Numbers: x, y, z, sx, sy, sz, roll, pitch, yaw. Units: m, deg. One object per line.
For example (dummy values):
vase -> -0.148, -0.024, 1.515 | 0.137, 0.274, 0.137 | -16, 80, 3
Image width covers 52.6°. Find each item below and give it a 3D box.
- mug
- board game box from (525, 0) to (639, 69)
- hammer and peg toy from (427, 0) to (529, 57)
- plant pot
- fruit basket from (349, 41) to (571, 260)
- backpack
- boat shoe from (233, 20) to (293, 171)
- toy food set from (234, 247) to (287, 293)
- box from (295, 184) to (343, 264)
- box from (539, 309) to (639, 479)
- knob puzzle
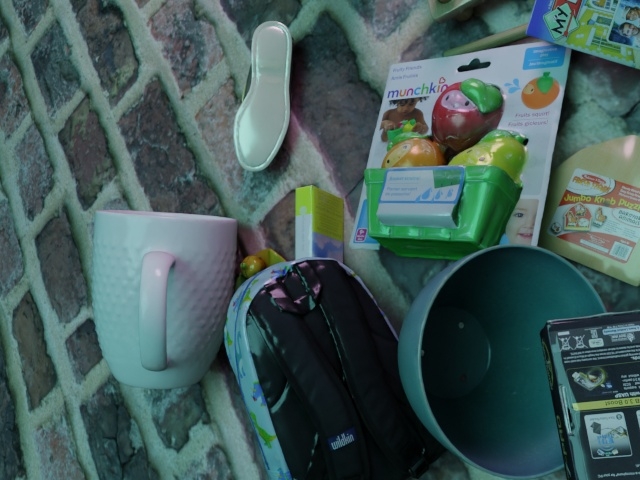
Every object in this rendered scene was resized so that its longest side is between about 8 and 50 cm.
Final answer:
mug -> -0.302, 0.115, 1.232 | 0.374, 0.276, 0.328 | -158, 72, -80
board game box -> 0.414, -0.395, 0.830 | 0.213, 0.046, 0.317 | 28, 128, 28
hammer and peg toy -> 0.275, -0.468, 1.049 | 0.266, 0.127, 0.361 | -20, 69, 33
plant pot -> 0.224, 0.159, 0.897 | 0.195, 0.290, 0.290 | 159, 117, -71
fruit basket -> 0.204, -0.148, 1.017 | 0.327, 0.165, 0.353 | 4, 79, 39
backpack -> -0.007, 0.200, 0.994 | 0.273, 0.290, 0.355 | 12, 126, 67
boat shoe -> -0.109, -0.286, 1.327 | 0.109, 0.091, 0.305 | 8, 87, 1
toy food set -> -0.122, 0.118, 1.263 | 0.128, 0.071, 0.218 | -17, 71, 34
box -> 0.000, 0.000, 1.172 | 0.042, 0.109, 0.178 | -7, 76, 32
box -> 0.469, 0.221, 0.696 | 0.395, 0.097, 0.318 | -10, 72, 11
knob puzzle -> 0.412, -0.055, 0.923 | 0.213, 0.030, 0.213 | -9, 75, 36
